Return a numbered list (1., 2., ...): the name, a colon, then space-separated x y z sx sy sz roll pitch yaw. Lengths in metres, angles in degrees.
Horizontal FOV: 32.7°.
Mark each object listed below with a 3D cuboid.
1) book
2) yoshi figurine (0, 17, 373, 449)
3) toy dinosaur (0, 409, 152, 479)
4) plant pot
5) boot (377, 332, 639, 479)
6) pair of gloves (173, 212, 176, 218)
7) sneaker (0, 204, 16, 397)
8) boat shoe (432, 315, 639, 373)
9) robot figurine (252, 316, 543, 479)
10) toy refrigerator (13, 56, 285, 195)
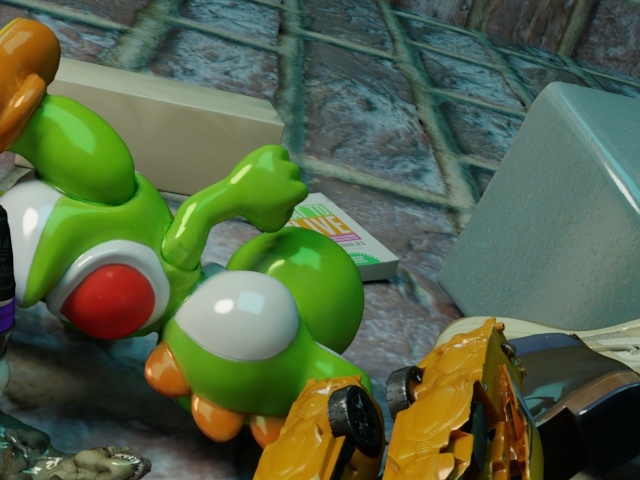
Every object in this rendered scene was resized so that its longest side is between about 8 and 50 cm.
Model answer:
1. book: 0.000 0.000 1.136 0.096 0.035 0.144 -6 32 -38
2. yoshi figurine: -0.108 0.007 0.790 0.362 0.203 0.203 38 -15 -8
3. toy dinosaur: -0.233 0.115 0.636 0.268 0.064 0.118 20 19 21
4. plant pot: 0.303 0.039 1.003 0.248 0.247 0.252 6 36 -28
5. boot: 0.119 0.134 0.759 0.219 0.082 0.106 -20 26 -7
6. pair of gloves: -0.168 -0.025 1.087 0.083 0.010 0.074 22 23 18
7. sneaker: -0.294 -0.012 0.673 0.293 0.146 0.102 17 13 26
8. boat shoe: 0.226 0.121 0.849 0.302 0.109 0.098 2 28 21
9. robot figurine: 0.030 0.159 0.577 0.085 0.211 0.291 58 27 -20
10. toy refrigerator: -0.187 -0.120 1.181 0.270 0.102 0.094 9 23 -21
